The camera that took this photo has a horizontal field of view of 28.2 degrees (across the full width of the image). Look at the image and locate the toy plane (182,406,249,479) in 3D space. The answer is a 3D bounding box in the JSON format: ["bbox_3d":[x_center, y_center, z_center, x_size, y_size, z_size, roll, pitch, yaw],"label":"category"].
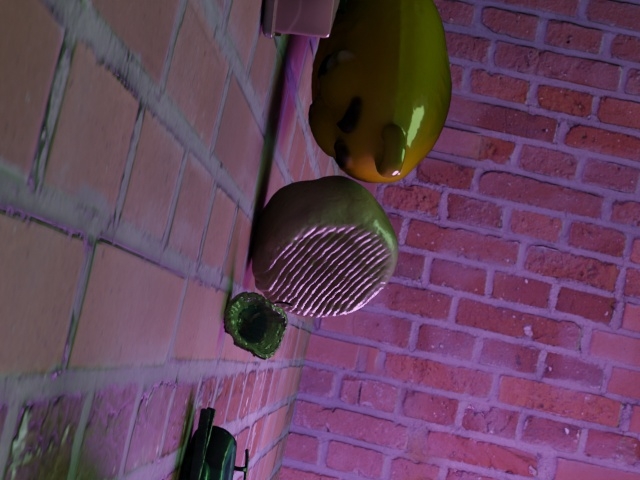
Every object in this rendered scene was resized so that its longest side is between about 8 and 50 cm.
[{"bbox_3d":[-0.118,0.277,1.264,0.096,0.060,0.235,-1,100,-79],"label":"toy plane"}]

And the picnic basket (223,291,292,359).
[{"bbox_3d":[-0.065,0.092,1.340,0.083,0.083,0.065,7,-115,50],"label":"picnic basket"}]

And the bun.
[{"bbox_3d":[0.000,0.000,1.470,0.113,0.173,0.166,-95,162,-53],"label":"bun"}]

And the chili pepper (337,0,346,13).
[{"bbox_3d":[0.036,-0.342,1.396,0.122,0.065,0.279,-30,-146,51],"label":"chili pepper"}]

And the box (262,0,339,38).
[{"bbox_3d":[-0.010,-0.241,1.122,0.122,0.062,0.089,100,4,-45],"label":"box"}]

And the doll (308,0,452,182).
[{"bbox_3d":[0.075,-0.241,1.491,0.423,0.161,0.348,-143,-116,-83],"label":"doll"}]
